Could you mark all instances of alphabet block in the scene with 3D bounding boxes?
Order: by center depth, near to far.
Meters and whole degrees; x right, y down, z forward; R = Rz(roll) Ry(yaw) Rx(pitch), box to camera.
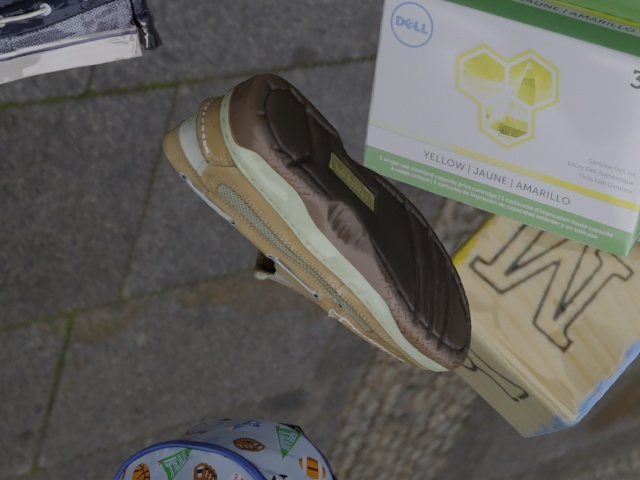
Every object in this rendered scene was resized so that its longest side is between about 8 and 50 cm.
[{"bbox_3d":[0.222,0.064,1.409,0.193,0.197,0.192,-46,177,-14],"label":"alphabet block"}]

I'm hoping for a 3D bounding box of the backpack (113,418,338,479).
[{"bbox_3d":[-0.091,0.305,1.294,0.276,0.263,0.213,-11,176,31],"label":"backpack"}]

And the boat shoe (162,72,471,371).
[{"bbox_3d":[0.000,0.000,0.648,0.072,0.068,0.190,-21,126,31],"label":"boat shoe"}]

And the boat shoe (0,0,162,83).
[{"bbox_3d":[-0.355,-0.251,1.491,0.340,0.127,0.158,-13,102,-11],"label":"boat shoe"}]

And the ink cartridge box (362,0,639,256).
[{"bbox_3d":[0.121,-0.124,0.752,0.056,0.171,0.235,-45,148,-49],"label":"ink cartridge box"}]

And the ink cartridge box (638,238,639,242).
[{"bbox_3d":[0.393,-0.103,1.315,0.306,0.226,0.131,11,154,-10],"label":"ink cartridge box"}]
